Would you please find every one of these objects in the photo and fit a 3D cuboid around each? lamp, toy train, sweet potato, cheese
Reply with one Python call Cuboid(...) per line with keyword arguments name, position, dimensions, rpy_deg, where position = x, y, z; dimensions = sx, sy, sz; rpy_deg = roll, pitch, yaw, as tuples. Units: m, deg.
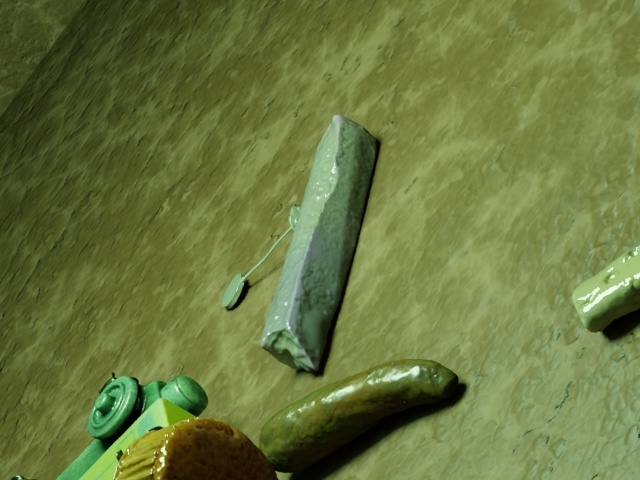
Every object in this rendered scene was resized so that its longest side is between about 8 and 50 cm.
Cuboid(name="lamp", position=(-0.063, 0.030, 2.321), dimensions=(0.198, 0.056, 0.050), rpy_deg=(-47, 24, 37))
Cuboid(name="toy train", position=(-0.259, 0.329, 2.127), dimensions=(0.369, 0.150, 0.237), rpy_deg=(-46, 32, 17))
Cuboid(name="sweet potato", position=(0.036, 0.180, 1.909), dimensions=(0.273, 0.075, 0.075), rpy_deg=(-29, 33, 32))
Cuboid(name="cheese", position=(0.320, 0.020, 1.671), dimensions=(0.194, 0.043, 0.065), rpy_deg=(-37, 34, 25))

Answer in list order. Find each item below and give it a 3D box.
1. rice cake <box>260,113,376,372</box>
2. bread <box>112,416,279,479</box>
Cuboid(name="rice cake", position=(0.000, 0.000, 2.199), dimensions=(0.064, 0.070, 0.399), rpy_deg=(-34, 30, 42))
Cuboid(name="bread", position=(-0.123, 0.283, 1.888), dimensions=(0.104, 0.199, 0.199), rpy_deg=(-24, 36, 39))
